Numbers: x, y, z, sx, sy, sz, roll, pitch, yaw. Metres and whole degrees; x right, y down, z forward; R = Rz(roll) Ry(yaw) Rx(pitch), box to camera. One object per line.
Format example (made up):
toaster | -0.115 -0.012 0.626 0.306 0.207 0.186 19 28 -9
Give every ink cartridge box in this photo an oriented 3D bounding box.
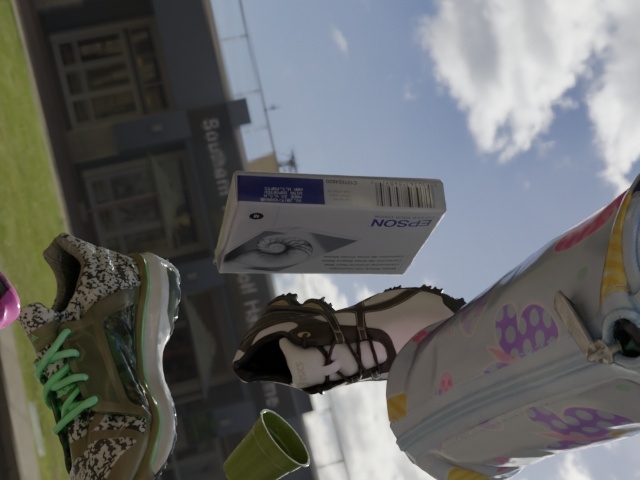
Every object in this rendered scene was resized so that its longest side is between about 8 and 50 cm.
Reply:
ink cartridge box | 0.000 0.000 1.037 0.224 0.223 0.045 114 -25 -62

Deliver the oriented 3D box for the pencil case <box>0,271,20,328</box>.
pencil case | -0.331 0.081 0.691 0.095 0.209 0.098 6 -49 43

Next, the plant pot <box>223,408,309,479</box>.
plant pot | -0.069 0.254 1.102 0.083 0.079 0.083 47 9 -10

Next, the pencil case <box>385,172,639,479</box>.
pencil case | 0.135 0.062 0.513 0.113 0.124 0.273 45 -29 2

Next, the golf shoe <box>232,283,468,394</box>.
golf shoe | 0.024 0.085 0.698 0.094 0.198 0.077 -38 115 -52

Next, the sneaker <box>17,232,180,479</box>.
sneaker | -0.276 0.149 1.065 0.182 0.158 0.410 32 31 -31
